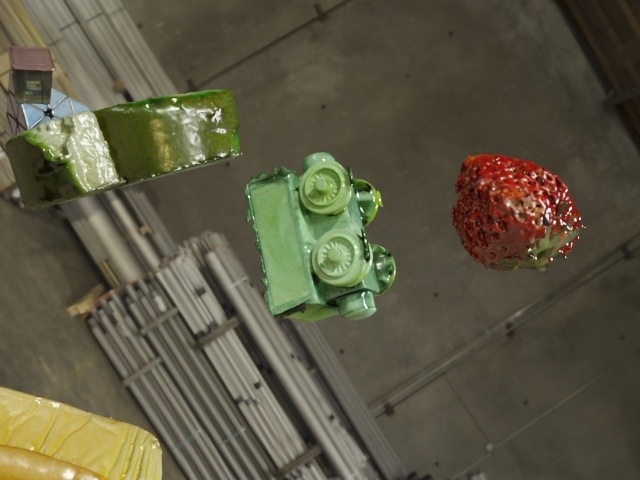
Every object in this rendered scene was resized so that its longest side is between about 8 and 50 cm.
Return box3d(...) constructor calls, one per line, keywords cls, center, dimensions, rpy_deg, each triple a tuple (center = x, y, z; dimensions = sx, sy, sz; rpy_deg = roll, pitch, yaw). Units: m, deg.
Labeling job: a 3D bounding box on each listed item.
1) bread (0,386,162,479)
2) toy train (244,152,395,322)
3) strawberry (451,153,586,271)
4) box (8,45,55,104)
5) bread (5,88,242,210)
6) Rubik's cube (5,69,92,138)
box3d(cls="bread", center=(-0.306, 0.249, 0.743), dimensions=(0.119, 0.288, 0.152), rpy_deg=(-82, -168, -54))
box3d(cls="toy train", center=(0.000, 0.000, 1.112), dimensions=(0.159, 0.188, 0.271), rpy_deg=(26, 47, -63))
box3d(cls="strawberry", center=(0.280, -0.048, 1.054), dimensions=(0.184, 0.187, 0.201), rpy_deg=(94, -27, -59))
box3d(cls="box", center=(-0.427, -0.243, 1.054), dimensions=(0.084, 0.060, 0.063), rpy_deg=(-125, -141, -47))
box3d(cls="bread", center=(-0.320, -0.154, 1.173), dimensions=(0.382, 0.367, 0.129), rpy_deg=(-36, 113, -68))
box3d(cls="Rubik's cube", center=(-0.646, -0.289, 1.590), dimensions=(0.190, 0.212, 0.178), rpy_deg=(-109, -177, -46))
